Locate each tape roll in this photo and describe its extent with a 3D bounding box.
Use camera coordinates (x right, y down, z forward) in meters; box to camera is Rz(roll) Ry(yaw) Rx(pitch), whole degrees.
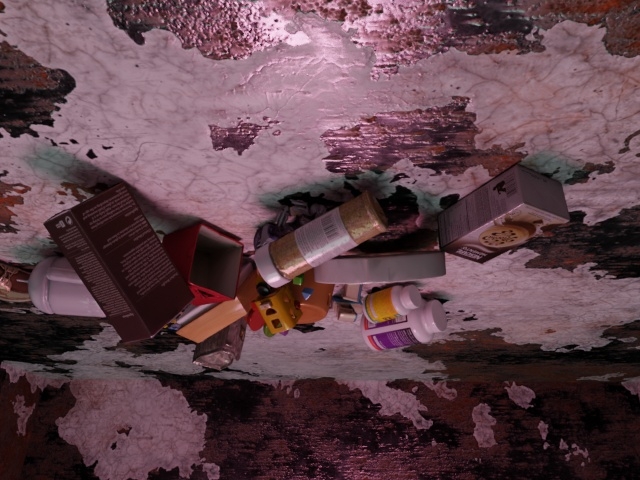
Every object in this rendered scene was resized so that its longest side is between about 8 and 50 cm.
[{"bbox_3d":[0.171,0.075,1.507,0.392,0.072,0.392,-3,179,0],"label":"tape roll"}]

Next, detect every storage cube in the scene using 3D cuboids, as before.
[{"bbox_3d":[-0.379,0.083,1.588,0.193,0.215,0.183,-13,151,38],"label":"storage cube"}]

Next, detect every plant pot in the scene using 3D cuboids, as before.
[{"bbox_3d":[-0.074,0.151,1.707,0.290,0.204,0.291,1,153,0],"label":"plant pot"}]

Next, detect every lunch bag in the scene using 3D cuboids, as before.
[{"bbox_3d":[-0.406,0.396,2.164,0.169,0.235,0.287,21,148,-22],"label":"lunch bag"}]

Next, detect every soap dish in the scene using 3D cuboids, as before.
[{"bbox_3d":[-0.334,0.215,1.765,0.291,0.229,0.118,-33,102,25],"label":"soap dish"}]

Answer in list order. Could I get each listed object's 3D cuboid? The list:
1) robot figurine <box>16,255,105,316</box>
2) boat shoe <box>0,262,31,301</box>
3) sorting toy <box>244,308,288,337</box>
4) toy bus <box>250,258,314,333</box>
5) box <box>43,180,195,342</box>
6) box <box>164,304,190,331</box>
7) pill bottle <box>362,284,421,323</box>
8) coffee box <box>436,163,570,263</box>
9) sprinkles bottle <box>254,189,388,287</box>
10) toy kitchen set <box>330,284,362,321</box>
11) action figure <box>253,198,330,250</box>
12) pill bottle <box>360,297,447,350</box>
[{"bbox_3d":[-0.831,0.157,1.760,0.353,0.200,0.300,5,154,-6],"label":"robot figurine"},{"bbox_3d":[-1.152,0.138,1.835,0.324,0.123,0.116,12,149,-23],"label":"boat shoe"},{"bbox_3d":[-0.244,0.322,2.166,0.126,0.127,0.365,25,171,26],"label":"sorting toy"},{"bbox_3d":[-0.141,0.175,1.519,0.202,0.104,0.191,23,119,9],"label":"toy bus"},{"bbox_3d":[-0.521,0.059,1.363,0.143,0.191,0.381,-18,108,34],"label":"box"},{"bbox_3d":[-0.671,0.301,2.171,0.322,0.079,0.257,18,151,-28],"label":"box"},{"bbox_3d":[0.272,0.236,1.943,0.208,0.118,0.117,-24,144,36],"label":"pill bottle"},{"bbox_3d":[0.470,-0.058,1.358,0.168,0.119,0.297,15,150,-25],"label":"coffee box"},{"bbox_3d":[0.000,0.000,1.362,0.355,0.121,0.121,-28,144,17],"label":"sprinkles bottle"},{"bbox_3d":[0.124,0.211,1.970,0.122,0.166,0.207,7,-171,-10],"label":"toy kitchen set"},{"bbox_3d":[-0.071,-0.028,1.476,0.185,0.099,0.285,30,138,-28],"label":"action figure"},{"bbox_3d":[0.333,0.332,2.058,0.323,0.182,0.181,-19,146,35],"label":"pill bottle"}]
